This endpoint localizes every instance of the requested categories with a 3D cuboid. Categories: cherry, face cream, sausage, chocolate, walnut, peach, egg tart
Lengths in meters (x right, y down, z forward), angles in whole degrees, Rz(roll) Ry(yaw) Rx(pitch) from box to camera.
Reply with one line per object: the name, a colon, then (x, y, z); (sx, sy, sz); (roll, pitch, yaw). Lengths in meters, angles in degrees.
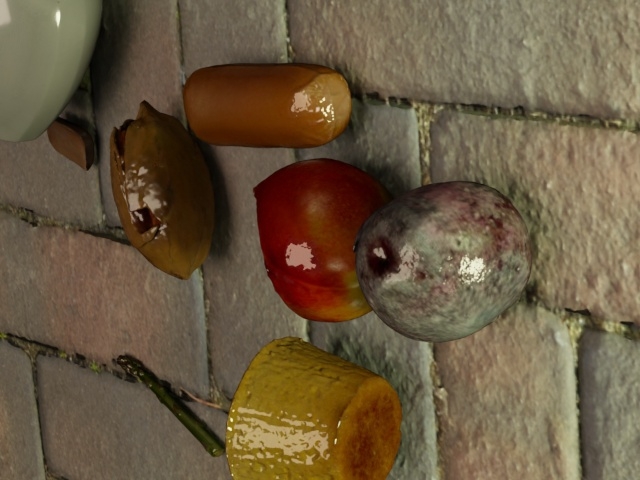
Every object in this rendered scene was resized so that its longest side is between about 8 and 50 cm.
cherry: (0.131, 0.023, 1.851); (0.195, 0.195, 0.195); (17, 114, 45)
face cream: (-0.429, -0.339, 2.345); (0.312, 0.219, 0.357); (41, 126, 35)
sausage: (-0.069, -0.167, 2.084); (0.274, 0.105, 0.105); (5, 105, 48)
chocolate: (-0.361, -0.147, 2.470); (0.100, 0.031, 0.064); (28, 133, 40)
walnut: (-0.208, -0.067, 2.254); (0.137, 0.137, 0.245); (-20, 77, 49)
peach: (0.000, 0.000, 1.992); (0.192, 0.190, 0.190); (17, 115, 29)
egg tart: (-0.009, 0.231, 2.070); (0.171, 0.215, 0.215); (9, 109, 35)

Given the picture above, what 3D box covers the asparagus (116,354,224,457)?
asparagus: (-0.219, 0.231, 2.432); (0.248, 0.025, 0.024); (39, 170, 34)
